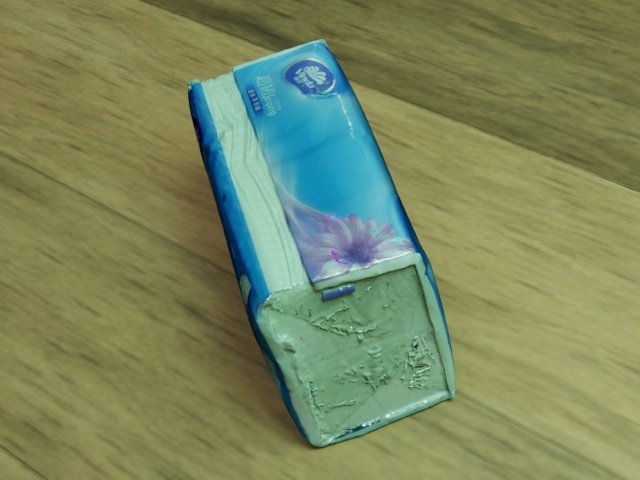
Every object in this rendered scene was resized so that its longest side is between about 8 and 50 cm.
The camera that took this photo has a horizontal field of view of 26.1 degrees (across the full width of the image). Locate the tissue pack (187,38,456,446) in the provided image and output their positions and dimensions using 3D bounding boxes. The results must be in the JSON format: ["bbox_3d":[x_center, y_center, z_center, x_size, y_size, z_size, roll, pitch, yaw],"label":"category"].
[{"bbox_3d":[0.000,0.000,1.133,0.146,0.198,0.263,-19,47,0],"label":"tissue pack"}]
